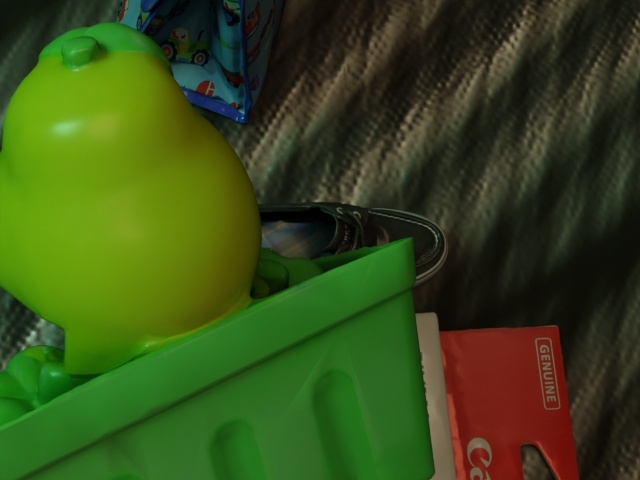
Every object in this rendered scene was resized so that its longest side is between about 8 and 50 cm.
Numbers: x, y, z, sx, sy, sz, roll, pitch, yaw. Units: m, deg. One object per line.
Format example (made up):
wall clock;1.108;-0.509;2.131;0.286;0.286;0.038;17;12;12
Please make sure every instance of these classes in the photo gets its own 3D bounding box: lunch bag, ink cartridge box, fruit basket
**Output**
lunch bag;-0.072;-0.259;1.197;0.138;0.293;0.221;15;70;-7
ink cartridge box;0.096;0.206;1.207;0.261;0.066;0.296;-2;73;-12
fruit basket;-0.129;0.054;0.995;0.392;0.283;0.392;6;78;-29

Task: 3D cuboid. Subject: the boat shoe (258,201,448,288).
boat shoe;0.000;0.000;1.246;0.229;0.076;0.080;4;72;-11
